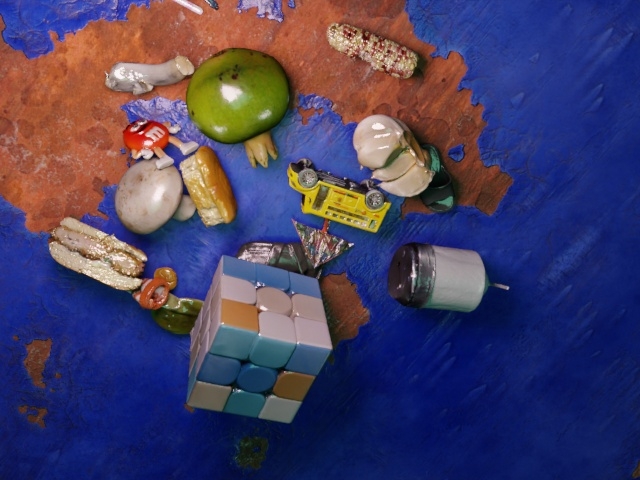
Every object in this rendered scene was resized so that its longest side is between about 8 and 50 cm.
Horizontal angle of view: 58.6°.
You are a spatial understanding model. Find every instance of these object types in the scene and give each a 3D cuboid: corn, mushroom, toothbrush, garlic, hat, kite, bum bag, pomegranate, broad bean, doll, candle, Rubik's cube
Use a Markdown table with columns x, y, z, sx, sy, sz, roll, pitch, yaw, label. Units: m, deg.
| x | y | z | sx | sy | sz | roll | pitch | yaw | label |
| --- | --- | --- | --- | --- | --- | --- | --- | --- | --- |
| 0.151 | -0.564 | 1.693 | 0.290 | 0.098 | 0.098 | 18 | 105 | -9 | corn |
| -0.489 | -0.121 | 1.729 | 0.244 | 0.243 | 0.243 | -2 | 108 | -5 | mushroom |
| -0.469 | -0.719 | 1.622 | 0.287 | 0.025 | 0.020 | 25 | 104 | -13 | toothbrush |
| 0.212 | -0.270 | 1.761 | 0.203 | 0.184 | 0.281 | -30 | 129 | 33 | garlic |
| -0.573 | 0.161 | 1.840 | 0.163 | 0.112 | 0.093 | 16 | 146 | 29 | hat |
| 0.000 | 0.000 | 1.874 | 0.232 | 0.009 | 0.189 | 19 | 84 | -20 | kite |
| -0.125 | 0.073 | 1.881 | 0.327 | 0.080 | 0.142 | 1 | 96 | -7 | bum bag |
| -0.221 | -0.375 | 1.657 | 0.310 | 0.216 | 0.358 | -22 | 109 | -1 | pomegranate |
| -0.465 | 0.248 | 1.911 | 0.207 | 0.072 | 0.153 | 20 | 120 | -13 | broad bean |
| -0.495 | -0.481 | 1.646 | 0.278 | 0.099 | 0.096 | -2 | 146 | 11 | mushroom |
| -0.494 | -0.302 | 1.694 | 0.217 | 0.183 | 0.085 | 32 | 141 | 20 | doll |
| 0.411 | 0.127 | 1.881 | 0.343 | 0.221 | 0.221 | 8 | 107 | -11 | candle |
| -0.197 | 0.302 | 1.761 | 0.345 | 0.346 | 0.346 | 15 | 121 | -19 | Rubik's cube |

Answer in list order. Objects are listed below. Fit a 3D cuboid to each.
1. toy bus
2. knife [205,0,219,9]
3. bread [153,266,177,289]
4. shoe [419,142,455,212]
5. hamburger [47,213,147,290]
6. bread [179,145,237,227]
| x | y | z | sx | sy | sz | roll | pitch | yaw | label |
| --- | --- | --- | --- | --- | --- | --- | --- | --- | --- |
| 0.044 | -0.141 | 1.797 | 0.330 | 0.144 | 0.152 | 17 | 110 | -13 | toy bus |
| -0.343 | -0.708 | 1.642 | 0.121 | 0.018 | 0.031 | 39 | 93 | -16 | knife |
| -0.510 | 0.127 | 1.881 | 0.081 | 0.046 | 0.083 | 25 | 105 | -10 | bread |
| 0.367 | -0.193 | 1.838 | 0.108 | 0.093 | 0.240 | -21 | 107 | 0 | shoe |
| -0.681 | 0.049 | 1.783 | 0.282 | 0.245 | 0.155 | 19 | 77 | 31 | hamburger |
| -0.337 | -0.162 | 1.737 | 0.121 | 0.174 | 0.245 | -20 | 107 | -2 | bread |
